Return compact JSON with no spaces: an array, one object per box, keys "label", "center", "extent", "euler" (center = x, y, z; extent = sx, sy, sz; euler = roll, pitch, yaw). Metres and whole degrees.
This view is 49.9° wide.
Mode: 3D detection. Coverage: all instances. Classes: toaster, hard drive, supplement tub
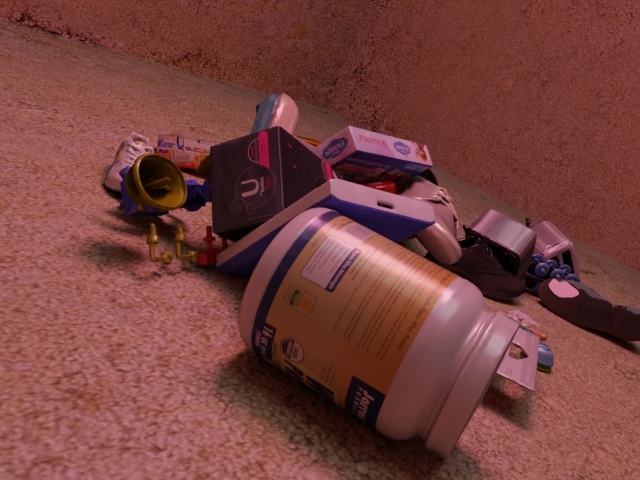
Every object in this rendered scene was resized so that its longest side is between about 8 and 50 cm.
[{"label":"toaster","center":[0.682,0.045,2.051],"extent":[0.129,0.227,0.146],"euler":[-25,33,-3]},{"label":"hard drive","center":[0.000,0.000,1.129],"extent":[0.210,0.318,0.040],"euler":[11,63,-37]},{"label":"supplement tub","center":[0.076,0.118,0.912],"extent":[0.316,0.229,0.228],"euler":[29,17,19]},{"label":"toaster","center":[0.476,0.020,1.853],"extent":[0.168,0.186,0.110],"euler":[31,62,28]}]

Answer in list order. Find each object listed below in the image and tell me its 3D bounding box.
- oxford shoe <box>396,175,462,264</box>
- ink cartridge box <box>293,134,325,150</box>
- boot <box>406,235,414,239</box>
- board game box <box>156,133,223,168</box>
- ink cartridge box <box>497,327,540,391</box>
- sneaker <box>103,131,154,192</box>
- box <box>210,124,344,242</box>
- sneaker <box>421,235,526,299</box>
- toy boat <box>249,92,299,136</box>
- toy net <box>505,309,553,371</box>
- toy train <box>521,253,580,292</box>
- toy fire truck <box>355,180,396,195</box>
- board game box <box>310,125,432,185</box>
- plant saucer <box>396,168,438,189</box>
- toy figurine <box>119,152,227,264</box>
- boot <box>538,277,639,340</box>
[{"label":"oxford shoe","center":[0.262,-0.066,1.643],"extent":[0.169,0.130,0.449],"euler":[56,5,-14]},{"label":"ink cartridge box","center":[0.034,-0.231,2.159],"extent":[0.271,0.130,0.309],"euler":[34,19,36]},{"label":"boot","center":[0.192,-0.030,1.842],"extent":[0.152,0.073,0.197],"euler":[21,18,-22]},{"label":"board game box","center":[-0.313,-0.219,1.729],"extent":[0.193,0.045,0.147],"euler":[7,20,-14]},{"label":"ink cartridge box","center":[0.260,0.183,1.252],"extent":[0.261,0.066,0.296],"euler":[27,17,13]},{"label":"sneaker","center":[-0.383,-0.153,1.397],"extent":[0.087,0.092,0.229],"euler":[18,18,-24]},{"label":"box","center":[-0.066,-0.070,1.241],"extent":[0.143,0.165,0.270],"euler":[-13,-18,23]},{"label":"sneaker","center":[0.404,0.060,1.737],"extent":[0.286,0.130,0.109],"euler":[20,15,-15]},{"label":"toy boat","center":[-0.163,-0.235,1.804],"extent":[0.148,0.268,0.318],"euler":[19,-15,-7]},{"label":"toy net","center":[0.425,0.200,1.475],"extent":[0.122,0.045,0.232],"euler":[21,14,-1]},{"label":"toy train","center":[0.641,0.111,1.940],"extent":[0.184,0.105,0.080],"euler":[19,24,-14]},{"label":"toy fire truck","center":[0.039,-0.033,1.533],"extent":[0.253,0.170,0.302],"euler":[0,14,9]},{"label":"board game box","center":[0.058,-0.156,1.677],"extent":[0.318,0.318,0.066],"euler":[2,67,-49]},{"label":"plant saucer","center":[0.168,-0.165,1.886],"extent":[0.310,0.310,0.050],"euler":[19,57,-16]},{"label":"toy figurine","center":[-0.284,-0.052,1.222],"extent":[0.217,0.192,0.362],"euler":[-1,3,24]},{"label":"boot","center":[0.732,0.200,1.860],"extent":[0.305,0.112,0.115],"euler":[23,-15,16]}]
